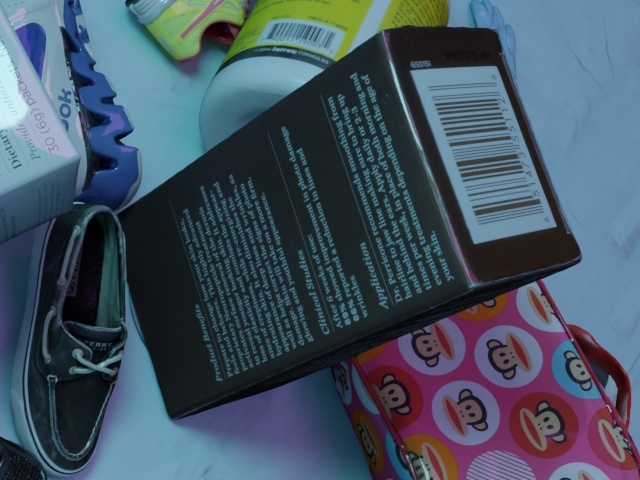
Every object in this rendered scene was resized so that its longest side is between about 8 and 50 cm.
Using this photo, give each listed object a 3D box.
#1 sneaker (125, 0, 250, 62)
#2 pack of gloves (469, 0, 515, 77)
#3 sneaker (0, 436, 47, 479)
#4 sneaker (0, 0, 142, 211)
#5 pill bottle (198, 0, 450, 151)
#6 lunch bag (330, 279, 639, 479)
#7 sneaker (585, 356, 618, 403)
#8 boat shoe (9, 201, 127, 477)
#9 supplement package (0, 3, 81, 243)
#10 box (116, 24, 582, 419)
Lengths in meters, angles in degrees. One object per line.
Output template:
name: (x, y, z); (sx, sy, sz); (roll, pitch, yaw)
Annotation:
sneaker: (-0.101, -0.245, 1.177); (0.208, 0.081, 0.094); (-42, 106, -36)
pack of gloves: (0.184, -0.221, 1.417); (0.195, 0.046, 0.232); (13, 63, -34)
sneaker: (-0.275, 0.149, 0.846); (0.178, 0.077, 0.072); (30, 55, -27)
sneaker: (-0.282, -0.149, 0.941); (0.182, 0.127, 0.315); (-25, 89, -46)
pill bottle: (0.022, -0.199, 1.175); (0.188, 0.188, 0.334); (40, 51, -19)
lunch bag: (0.167, 0.159, 1.098); (0.258, 0.120, 0.293); (-17, 66, -16)
sneaker: (0.188, 0.205, 1.202); (0.147, 0.104, 0.295); (39, 56, -1)
boat shoe: (-0.191, 0.079, 0.916); (0.078, 0.070, 0.219); (1, 91, -42)
supplement package: (-0.326, -0.048, 0.750); (0.293, 0.175, 0.177); (-28, 89, -16)
box: (0.000, 0.000, 0.934); (0.143, 0.381, 0.191); (-10, 78, -44)
